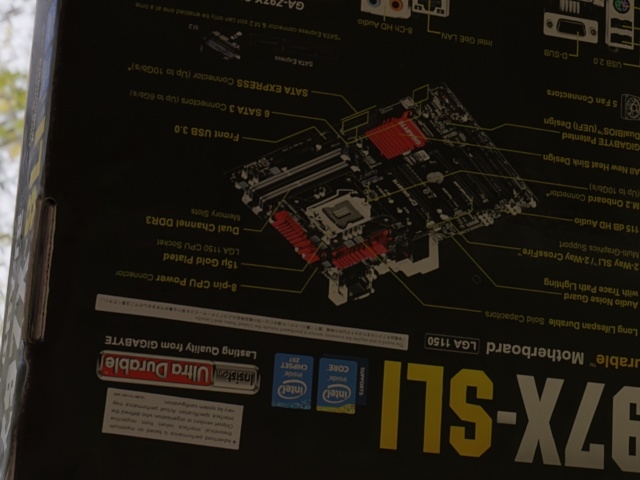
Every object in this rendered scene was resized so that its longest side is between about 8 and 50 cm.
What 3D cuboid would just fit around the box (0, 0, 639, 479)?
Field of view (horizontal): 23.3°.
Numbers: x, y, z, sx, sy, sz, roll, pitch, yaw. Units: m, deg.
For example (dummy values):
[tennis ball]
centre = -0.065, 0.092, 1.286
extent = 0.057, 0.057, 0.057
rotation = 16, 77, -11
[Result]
[box]
centre = 0.056, -0.023, 0.556
extent = 0.322, 0.079, 0.257
rotation = 7, -102, -16
